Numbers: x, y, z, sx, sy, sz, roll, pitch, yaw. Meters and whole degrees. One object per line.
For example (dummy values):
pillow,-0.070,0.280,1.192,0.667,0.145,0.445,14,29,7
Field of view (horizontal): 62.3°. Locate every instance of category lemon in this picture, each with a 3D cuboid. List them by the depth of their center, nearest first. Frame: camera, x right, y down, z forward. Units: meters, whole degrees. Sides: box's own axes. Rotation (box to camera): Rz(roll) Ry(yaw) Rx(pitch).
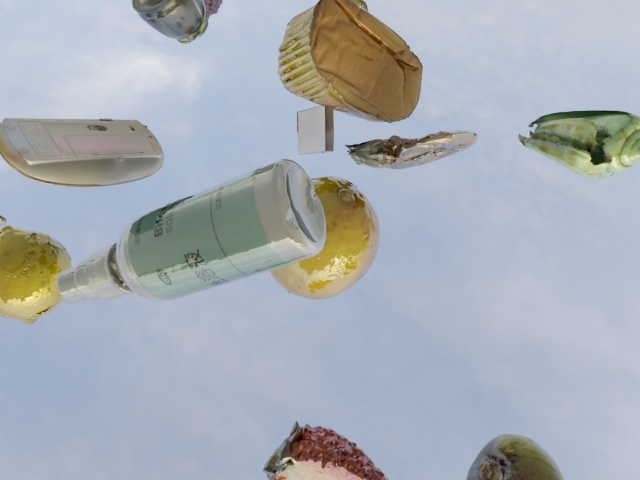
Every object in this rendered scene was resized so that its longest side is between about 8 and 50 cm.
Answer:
lemon,-0.586,0.071,1.049,0.173,0.173,0.206,12,-74,0
lemon,0.002,-0.003,1.071,0.235,0.263,0.236,19,-119,-37

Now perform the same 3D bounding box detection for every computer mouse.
computer mouse,-0.290,-0.111,0.649,0.199,0.045,0.102,-16,-122,-49

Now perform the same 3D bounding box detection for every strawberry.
strawberry,0.040,0.498,1.125,0.306,0.233,0.138,27,-139,-2

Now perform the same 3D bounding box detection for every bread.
bread,0.057,-0.343,1.063,0.288,0.156,0.204,14,-96,-31

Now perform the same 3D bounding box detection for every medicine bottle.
medicine bottle,-0.170,0.012,0.622,0.351,0.110,0.110,-18,-119,21

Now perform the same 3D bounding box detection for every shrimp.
shrimp,0.185,-0.180,1.014,0.316,0.164,0.062,-11,-95,-39

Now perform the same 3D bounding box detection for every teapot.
teapot,-0.199,-0.337,0.747,0.092,0.091,0.124,-2,-117,24

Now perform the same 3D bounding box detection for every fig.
fig,0.371,0.466,0.973,0.191,0.181,0.181,43,-115,-3

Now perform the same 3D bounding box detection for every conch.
conch,0.305,-0.121,0.644,0.105,0.079,0.170,-5,-161,-28

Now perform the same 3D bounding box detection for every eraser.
eraser,-0.014,-0.247,1.200,0.023,0.150,0.104,-4,-82,-26

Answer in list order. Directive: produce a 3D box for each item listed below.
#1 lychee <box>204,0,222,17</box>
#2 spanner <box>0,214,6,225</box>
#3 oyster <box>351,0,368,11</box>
lychee,-0.297,-0.595,1.188,0.188,0.188,0.188,3,-118,-5
spanner,-0.527,0.005,0.724,0.254,0.015,0.054,-28,-80,14
oyster,0.070,-0.589,1.310,0.121,0.146,0.045,19,-118,32
